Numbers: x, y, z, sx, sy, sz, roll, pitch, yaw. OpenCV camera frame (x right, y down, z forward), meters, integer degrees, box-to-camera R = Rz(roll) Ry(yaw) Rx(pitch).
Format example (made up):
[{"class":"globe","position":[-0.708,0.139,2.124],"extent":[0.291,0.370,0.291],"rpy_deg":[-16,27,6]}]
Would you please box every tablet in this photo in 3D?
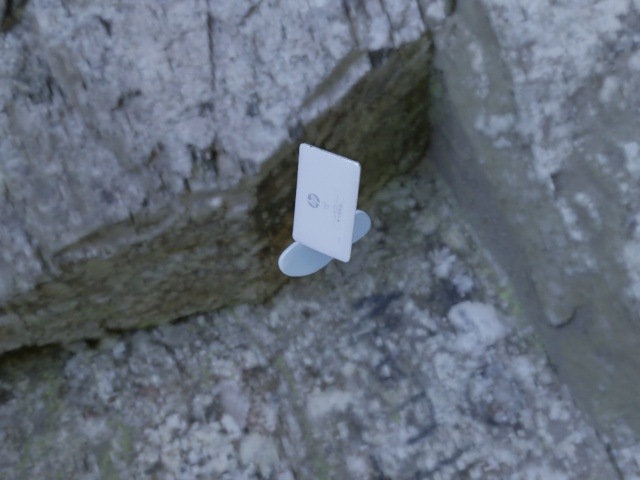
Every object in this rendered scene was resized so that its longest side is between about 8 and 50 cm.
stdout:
[{"class":"tablet","position":[0.003,-0.028,0.686],"extent":[0.054,0.006,0.083],"rpy_deg":[23,123,28]}]

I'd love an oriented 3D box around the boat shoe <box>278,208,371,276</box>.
[{"class":"boat shoe","position":[0.000,0.000,1.631],"extent":[0.065,0.183,0.083],"rpy_deg":[64,169,-22]}]
